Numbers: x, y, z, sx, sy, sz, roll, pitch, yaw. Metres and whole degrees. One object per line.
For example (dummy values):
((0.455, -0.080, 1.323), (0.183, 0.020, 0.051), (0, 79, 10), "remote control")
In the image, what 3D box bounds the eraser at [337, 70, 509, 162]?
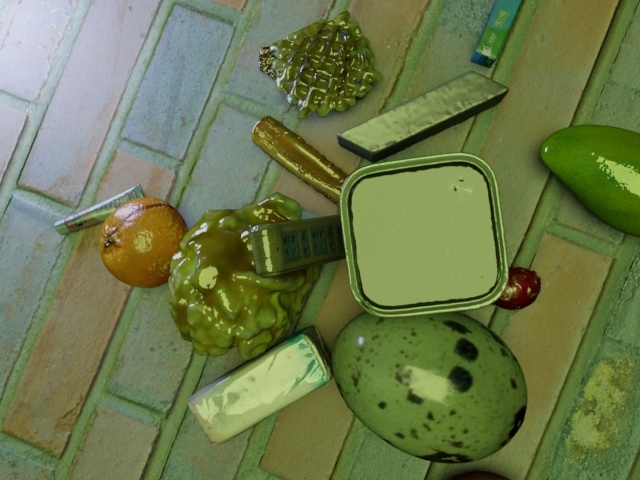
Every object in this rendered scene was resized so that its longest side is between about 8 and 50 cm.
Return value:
((0.209, -0.257, 1.221), (0.353, 0.111, 0.077), (-25, 85, 3), "eraser")

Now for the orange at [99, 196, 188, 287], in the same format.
((-0.373, 0.004, 1.223), (0.193, 0.161, 0.193), (-3, 83, 27), "orange")

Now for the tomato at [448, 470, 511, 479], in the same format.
((0.324, 0.601, 1.132), (0.270, 0.222, 0.270), (0, 91, 2), "tomato")

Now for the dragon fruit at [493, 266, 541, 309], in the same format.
((0.366, 0.107, 1.212), (0.191, 0.094, 0.094), (-9, 88, 9), "dragon fruit")

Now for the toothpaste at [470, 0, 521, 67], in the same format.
((0.397, -0.505, 1.238), (0.050, 0.065, 0.266), (23, 90, 1), "toothpaste")

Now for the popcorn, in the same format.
((-0.157, 0.072, 1.158), (0.279, 0.335, 0.274), (-1, 129, 15), "popcorn")

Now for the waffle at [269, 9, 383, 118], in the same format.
((0.008, -0.369, 1.241), (0.224, 0.054, 0.204), (-23, 87, 2), "waffle")

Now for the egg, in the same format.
((0.206, 0.263, 1.116), (0.379, 0.287, 0.287), (31, 91, 1), "egg")

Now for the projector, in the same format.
((0.172, -0.009, 1.020), (0.249, 0.249, 0.248), (-7, 90, 6), "projector")

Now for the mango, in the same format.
((0.605, -0.124, 1.167), (0.343, 0.156, 0.192), (26, 82, 8), "mango")

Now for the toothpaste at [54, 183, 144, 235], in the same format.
((-0.493, -0.064, 1.307), (0.205, 0.036, 0.056), (-22, 85, -1), "toothpaste")

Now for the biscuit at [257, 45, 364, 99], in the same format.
((-0.021, -0.371, 1.284), (0.237, 0.026, 0.131), (-1, 87, 3), "biscuit")

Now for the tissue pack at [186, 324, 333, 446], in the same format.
((-0.108, 0.289, 1.184), (0.271, 0.201, 0.124), (-30, 81, 3), "tissue pack")

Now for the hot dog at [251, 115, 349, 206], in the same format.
((-0.022, -0.165, 1.259), (0.289, 0.068, 0.083), (38, 114, 0), "hot dog")

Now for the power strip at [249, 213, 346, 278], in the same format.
((0.000, 0.000, 1.106), (0.066, 0.388, 0.092), (-8, 92, 30), "power strip")
